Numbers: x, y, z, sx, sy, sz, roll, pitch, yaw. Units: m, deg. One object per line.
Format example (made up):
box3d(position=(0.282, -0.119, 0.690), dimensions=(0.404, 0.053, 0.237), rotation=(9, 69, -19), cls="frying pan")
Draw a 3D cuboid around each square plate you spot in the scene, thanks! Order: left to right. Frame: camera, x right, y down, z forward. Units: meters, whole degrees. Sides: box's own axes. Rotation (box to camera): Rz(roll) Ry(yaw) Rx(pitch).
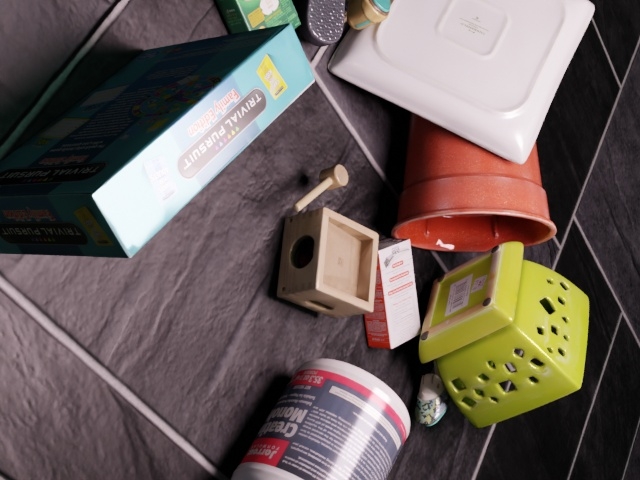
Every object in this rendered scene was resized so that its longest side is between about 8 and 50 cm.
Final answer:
box3d(position=(0.238, -0.339, 1.509), dimensions=(0.344, 0.347, 0.049), rotation=(-62, 176, -20), cls="square plate")

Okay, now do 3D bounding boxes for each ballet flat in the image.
box3d(position=(0.075, -0.431, 1.496), dimensions=(0.080, 0.073, 0.232), rotation=(33, 48, -29), cls="ballet flat")
box3d(position=(0.209, 0.249, 1.667), dimensions=(0.188, 0.070, 0.070), rotation=(-51, 127, -48), cls="ballet flat")

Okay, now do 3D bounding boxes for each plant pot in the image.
box3d(position=(0.256, -0.138, 1.586), dimensions=(0.272, 0.272, 0.265), rotation=(16, 70, -48), cls="plant pot")
box3d(position=(0.303, 0.150, 1.599), dimensions=(0.207, 0.227, 0.228), rotation=(43, 40, -19), cls="plant pot")

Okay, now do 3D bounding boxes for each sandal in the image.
box3d(position=(0.005, -0.422, 1.436), dimensions=(0.097, 0.054, 0.254), rotation=(22, 75, -35), cls="sandal")

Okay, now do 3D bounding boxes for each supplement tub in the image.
box3d(position=(-0.008, 0.321, 1.310), dimensions=(0.272, 0.191, 0.191), rotation=(-57, 130, -33), cls="supplement tub")

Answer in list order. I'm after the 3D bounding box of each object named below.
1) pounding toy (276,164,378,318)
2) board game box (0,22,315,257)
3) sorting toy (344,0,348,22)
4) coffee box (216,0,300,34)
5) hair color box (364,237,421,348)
box3d(position=(-0.006, -0.008, 1.397), dimensions=(0.181, 0.094, 0.206), rotation=(25, 62, -42), cls="pounding toy")
box3d(position=(-0.201, -0.113, 1.036), dimensions=(0.336, 0.254, 0.079), rotation=(-50, 126, -37), cls="board game box")
box3d(position=(0.026, -0.371, 1.486), dimensions=(0.083, 0.012, 0.062), rotation=(-48, 125, -38), cls="sorting toy")
box3d(position=(-0.103, -0.362, 1.314), dimensions=(0.113, 0.040, 0.184), rotation=(-49, 125, -39), cls="coffee box")
box3d(position=(0.114, 0.087, 1.560), dimensions=(0.093, 0.053, 0.167), rotation=(-19, 106, -48), cls="hair color box")
